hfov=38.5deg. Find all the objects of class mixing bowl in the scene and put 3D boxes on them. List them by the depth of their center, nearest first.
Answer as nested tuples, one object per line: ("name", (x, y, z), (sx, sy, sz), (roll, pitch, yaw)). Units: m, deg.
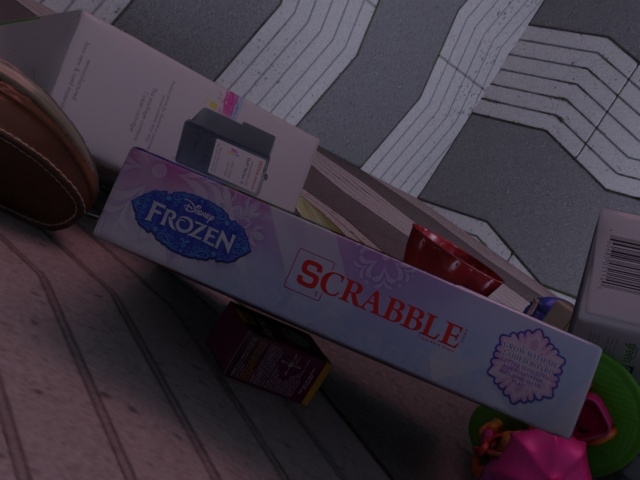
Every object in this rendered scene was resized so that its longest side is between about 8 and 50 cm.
("mixing bowl", (0.205, 0.059, 1.535), (0.181, 0.098, 0.181), (32, 8, -5))

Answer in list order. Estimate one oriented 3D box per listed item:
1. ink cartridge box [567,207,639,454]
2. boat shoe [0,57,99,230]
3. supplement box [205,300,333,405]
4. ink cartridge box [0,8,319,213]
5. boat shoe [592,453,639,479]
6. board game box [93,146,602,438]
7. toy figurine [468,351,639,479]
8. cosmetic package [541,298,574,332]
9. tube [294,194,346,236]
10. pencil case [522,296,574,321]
("ink cartridge box", (0.378, 0.133, 0.904), (0.272, 0.130, 0.309), (13, -32, 14))
("boat shoe", (-0.310, -0.095, 0.668), (0.324, 0.123, 0.116), (37, 39, -29))
("supplement box", (-0.041, 0.090, 0.727), (0.083, 0.043, 0.055), (26, 11, -31))
("ink cartridge box", (-0.152, -0.096, 0.937), (0.353, 0.119, 0.207), (25, -8, -39))
("boat shoe", (0.278, 0.257, 0.855), (0.076, 0.083, 0.226), (62, 19, 14))
("board game box", (0.011, 0.044, 0.709), (0.318, 0.066, 0.318), (24, -5, -1))
("toy figurine", (0.174, 0.179, 0.771), (0.159, 0.173, 0.130), (-26, 89, -57))
("cosmetic package", (0.385, 0.217, 1.136), (0.296, 0.153, 0.129), (37, 9, 22))
("tube", (0.000, 0.000, 1.111), (0.070, 0.062, 0.240), (16, -10, 13))
("pencil case", (0.405, 0.173, 1.517), (0.133, 0.119, 0.306), (55, 7, -5))
